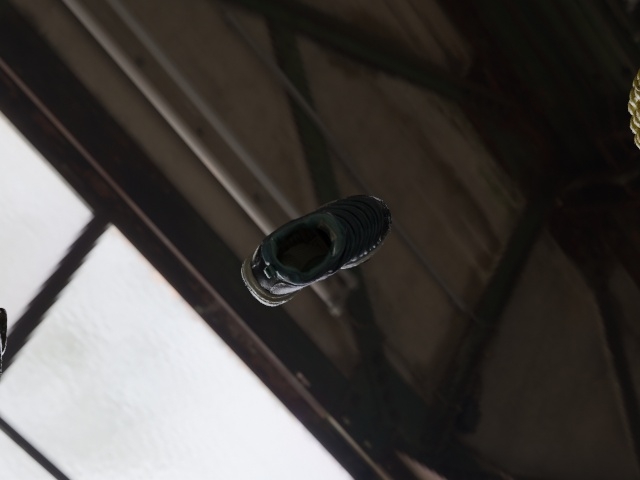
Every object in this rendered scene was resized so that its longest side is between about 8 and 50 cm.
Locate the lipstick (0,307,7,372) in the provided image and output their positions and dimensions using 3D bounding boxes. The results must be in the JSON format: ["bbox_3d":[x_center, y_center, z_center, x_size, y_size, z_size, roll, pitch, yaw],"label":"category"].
[{"bbox_3d":[-0.188,0.014,0.665,0.186,0.057,0.063,-115,-147,-57],"label":"lipstick"}]

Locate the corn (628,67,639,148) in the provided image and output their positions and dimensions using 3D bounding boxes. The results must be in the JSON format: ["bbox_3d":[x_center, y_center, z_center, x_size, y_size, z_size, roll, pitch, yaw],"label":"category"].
[{"bbox_3d":[0.210,-0.096,0.568,0.081,0.081,0.248,-51,178,-19],"label":"corn"}]

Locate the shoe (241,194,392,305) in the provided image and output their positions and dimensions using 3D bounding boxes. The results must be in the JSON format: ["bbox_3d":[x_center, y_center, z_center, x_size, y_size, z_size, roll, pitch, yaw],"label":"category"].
[{"bbox_3d":[0.000,0.000,1.135,0.143,0.064,0.071,-28,169,-21],"label":"shoe"}]
